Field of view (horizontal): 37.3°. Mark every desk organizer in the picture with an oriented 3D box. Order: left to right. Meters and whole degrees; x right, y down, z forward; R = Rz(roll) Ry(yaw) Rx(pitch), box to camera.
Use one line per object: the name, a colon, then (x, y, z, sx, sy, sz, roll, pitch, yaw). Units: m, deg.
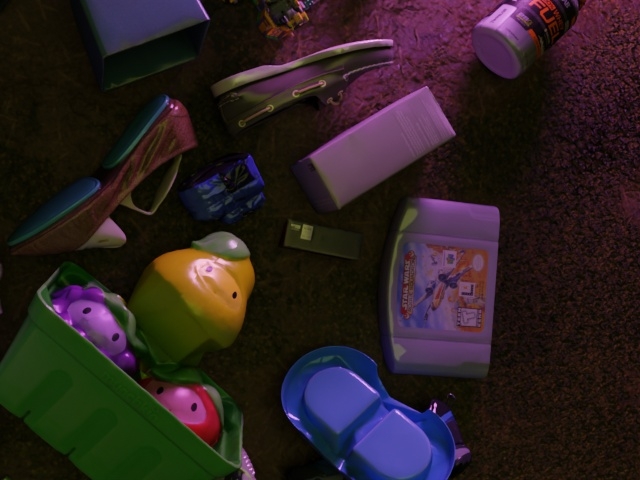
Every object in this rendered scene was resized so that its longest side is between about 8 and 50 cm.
desk organizer: (0.000, 0.000, 1.540, 0.130, 0.050, 0.047, 11, 85, -16)

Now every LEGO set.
LEGO set: (-0.006, -0.482, 1.485, 0.331, 0.192, 0.254, -28, 95, -15)

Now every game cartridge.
game cartridge: (0.196, 0.080, 1.595, 0.198, 0.062, 0.297, 6, 86, -20)

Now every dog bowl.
dog bowl: (0.070, 0.294, 1.464, 0.297, 0.074, 0.166, 38, 62, 26)

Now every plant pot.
plant pot: (-0.296, -0.377, 1.416, 0.166, 0.166, 0.234, -24, 88, -16)

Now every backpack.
backpack: (-0.154, -0.074, 1.475, 0.120, 0.098, 0.101, -28, 99, -16)

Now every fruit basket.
fruit basket: (-0.232, 0.151, 1.374, 0.392, 0.283, 0.391, -1, 101, -4)

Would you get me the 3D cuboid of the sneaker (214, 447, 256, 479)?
sneaker: (-0.180, 0.430, 1.447, 0.153, 0.094, 0.234, -2, 98, -25)

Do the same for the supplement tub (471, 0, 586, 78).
supplement tub: (0.360, -0.378, 1.626, 0.190, 0.117, 0.117, -44, 100, -13)

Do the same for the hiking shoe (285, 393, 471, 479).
hiking shoe: (0.086, 0.344, 1.541, 0.304, 0.113, 0.132, -9, 60, -10)

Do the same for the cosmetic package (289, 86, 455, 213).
cosmetic package: (0.082, -0.144, 1.532, 0.238, 0.127, 0.107, -35, 98, -13)

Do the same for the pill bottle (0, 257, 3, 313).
pill bottle: (-0.523, 0.010, 1.351, 0.121, 0.121, 0.216, -13, 91, -16)

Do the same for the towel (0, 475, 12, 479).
towel: (-0.497, 0.434, 1.396, 0.152, 0.023, 0.113, -33, 99, -17)

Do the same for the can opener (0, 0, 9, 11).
can opener: (-0.498, -0.378, 1.399, 0.093, 0.074, 0.280, 40, 78, -10)

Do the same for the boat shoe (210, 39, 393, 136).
boat shoe: (-0.019, -0.249, 1.519, 0.305, 0.109, 0.091, -18, 93, -10)

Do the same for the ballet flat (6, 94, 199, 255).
ballet flat: (-0.311, -0.070, 1.437, 0.342, 0.116, 0.124, -48, 120, -17)
